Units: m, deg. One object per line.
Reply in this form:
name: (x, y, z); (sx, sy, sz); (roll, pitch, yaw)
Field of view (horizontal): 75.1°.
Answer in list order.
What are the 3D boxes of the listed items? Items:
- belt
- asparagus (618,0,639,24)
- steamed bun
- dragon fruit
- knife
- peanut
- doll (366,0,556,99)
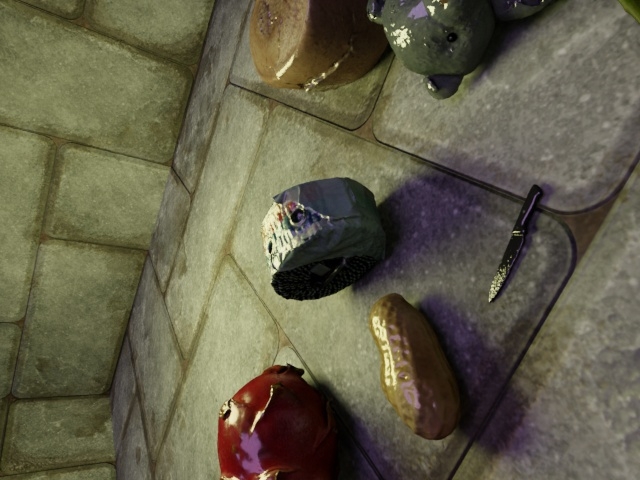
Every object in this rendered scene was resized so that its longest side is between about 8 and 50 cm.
belt: (0.000, 0.000, 0.766); (0.257, 0.207, 0.149); (-54, 44, 44)
asparagus: (0.374, -0.216, 0.444); (0.025, 0.025, 0.248); (-16, 60, 6)
steamed bun: (-0.004, -0.399, 0.845); (0.301, 0.252, 0.199); (12, 100, 60)
dragon fruit: (-0.080, 0.372, 0.773); (0.250, 0.250, 0.314); (-39, 35, 44)
knife: (0.261, 0.007, 0.561); (0.023, 0.010, 0.170); (40, 116, 59)
peanut: (0.131, 0.181, 0.623); (0.108, 0.095, 0.225); (-45, 46, 35)
doll: (0.213, -0.388, 0.575); (0.246, 0.158, 0.340); (47, 129, 5)
